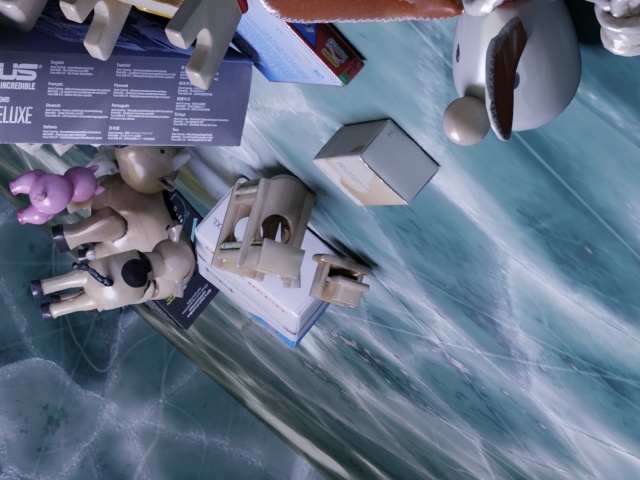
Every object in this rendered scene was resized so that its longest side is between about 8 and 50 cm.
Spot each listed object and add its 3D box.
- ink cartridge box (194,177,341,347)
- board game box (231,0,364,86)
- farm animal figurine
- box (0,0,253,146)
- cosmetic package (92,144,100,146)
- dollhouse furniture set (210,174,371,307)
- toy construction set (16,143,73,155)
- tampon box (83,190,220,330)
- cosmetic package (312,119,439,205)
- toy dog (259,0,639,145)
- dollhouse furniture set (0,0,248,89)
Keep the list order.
[{"bbox_3d":[-0.058,0.029,1.909,0.148,0.086,0.203,39,168,6],"label":"ink cartridge box"},{"bbox_3d":[-0.096,-0.219,1.256,0.281,0.027,0.145,45,167,-23],"label":"board game box"},{"bbox_3d":[-0.211,-0.029,1.877,0.327,0.172,0.330,70,-173,-59],"label":"farm animal figurine"},{"bbox_3d":[-0.243,-0.144,1.355,0.307,0.077,0.242,-1,-160,-29],"label":"box"},{"bbox_3d":[-0.288,-0.173,1.656,0.231,0.086,0.117,22,163,-22],"label":"cosmetic package"},{"bbox_3d":[0.000,0.000,1.701,0.160,0.101,0.182,18,174,-17],"label":"dollhouse furniture set"},{"bbox_3d":[-0.434,-0.210,2.036,0.327,0.151,0.215,26,139,25],"label":"toy construction set"},{"bbox_3d":[-0.207,0.014,2.234,0.101,0.120,0.161,26,162,47],"label":"tampon box"},{"bbox_3d":[0.043,-0.061,1.375,0.060,0.041,0.115,43,168,-13],"label":"cosmetic package"},{"bbox_3d":[0.043,-0.131,0.822,0.220,0.161,0.334,25,161,53],"label":"toy dog"},{"bbox_3d":[-0.233,-0.262,1.201,0.374,0.152,0.201,17,161,19],"label":"dollhouse furniture set"}]
